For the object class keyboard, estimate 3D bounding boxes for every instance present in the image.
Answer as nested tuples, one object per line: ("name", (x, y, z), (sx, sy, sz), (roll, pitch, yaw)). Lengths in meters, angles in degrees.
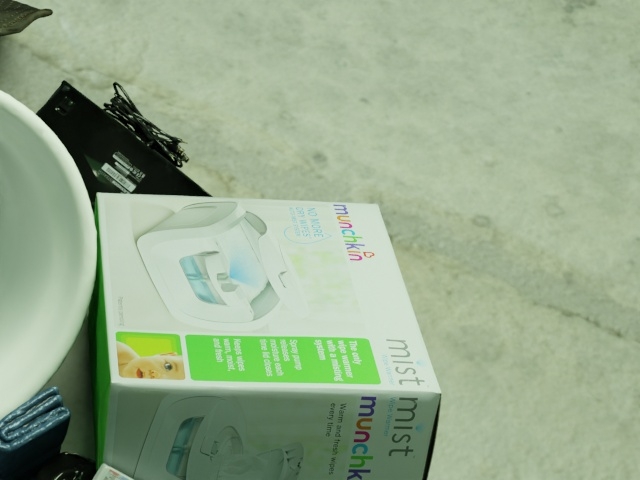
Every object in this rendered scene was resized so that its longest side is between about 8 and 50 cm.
("keyboard", (-0.160, -0.058, 1.481), (0.192, 0.038, 0.100), (39, 81, 12))

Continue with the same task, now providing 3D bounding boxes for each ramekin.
("ramekin", (-0.313, 0.005, 1.262), (0.277, 0.277, 0.135), (-19, 19, -22))

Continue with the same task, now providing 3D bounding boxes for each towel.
("towel", (-0.219, 0.151, 1.272), (0.067, 0.119, 0.029), (-31, 75, -28))

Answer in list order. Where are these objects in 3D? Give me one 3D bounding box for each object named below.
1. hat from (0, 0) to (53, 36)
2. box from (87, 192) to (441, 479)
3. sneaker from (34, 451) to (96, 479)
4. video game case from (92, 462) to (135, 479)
("hat", (-0.375, -0.252, 1.403), (0.331, 0.134, 0.331), (8, 15, -2))
("box", (-0.052, 0.084, 1.295), (0.231, 0.126, 0.262), (2, 30, -10))
("sneaker", (-0.138, 0.208, 1.263), (0.293, 0.102, 0.146), (-20, 63, -23))
("video game case", (-0.118, 0.216, 1.178), (0.122, 0.011, 0.087), (33, 85, -21))
